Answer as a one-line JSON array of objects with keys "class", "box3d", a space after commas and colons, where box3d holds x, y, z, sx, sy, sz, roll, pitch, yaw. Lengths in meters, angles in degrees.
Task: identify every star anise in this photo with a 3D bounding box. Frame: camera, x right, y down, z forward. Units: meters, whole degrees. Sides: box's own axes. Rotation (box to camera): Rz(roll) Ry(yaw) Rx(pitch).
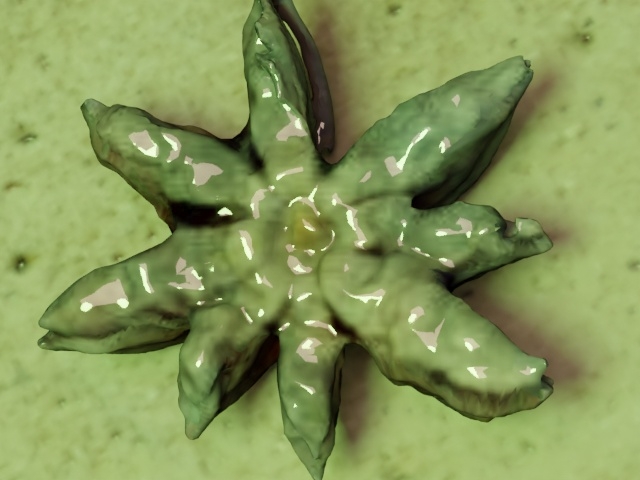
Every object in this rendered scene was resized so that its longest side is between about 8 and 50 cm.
[{"class": "star anise", "box3d": [0.000, 0.000, 0.781, 0.229, 0.093, 0.236, -45, 70, -1]}]
